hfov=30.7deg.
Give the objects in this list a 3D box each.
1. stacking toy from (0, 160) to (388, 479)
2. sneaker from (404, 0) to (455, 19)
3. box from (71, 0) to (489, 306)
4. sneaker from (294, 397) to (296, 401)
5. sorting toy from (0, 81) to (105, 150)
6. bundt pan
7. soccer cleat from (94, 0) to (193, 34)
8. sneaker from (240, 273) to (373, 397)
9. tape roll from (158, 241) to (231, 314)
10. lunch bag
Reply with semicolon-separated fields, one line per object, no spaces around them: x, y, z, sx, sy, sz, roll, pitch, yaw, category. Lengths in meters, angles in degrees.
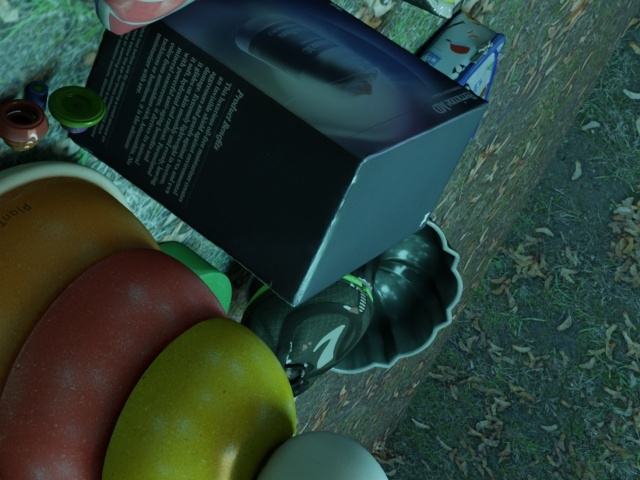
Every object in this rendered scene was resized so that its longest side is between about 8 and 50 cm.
-0.148;0.163;1.061;0.350;0.479;0.351;-41;146;-37;stacking toy
0.148;-0.365;1.600;0.094;0.081;0.208;-65;168;13;sneaker
-0.032;-0.123;1.190;0.296;0.294;0.183;-29;151;-56;box
-0.130;0.292;2.101;0.292;0.108;0.169;-42;164;-30;sneaker
-0.246;-0.107;1.046;0.102;0.061;0.042;-14;144;-30;sorting toy
0.047;0.043;1.790;0.124;0.330;0.331;-97;-151;-56;bundt pan
-0.086;-0.301;1.055;0.318;0.108;0.116;-46;-177;-29;soccer cleat
-0.096;0.233;1.700;0.185;0.202;0.483;35;109;-31;sneaker
-0.250;0.152;1.537;0.321;0.077;0.321;-48;163;-20;tape roll
0.211;-0.232;1.972;0.243;0.115;0.303;-48;164;-27;lunch bag
